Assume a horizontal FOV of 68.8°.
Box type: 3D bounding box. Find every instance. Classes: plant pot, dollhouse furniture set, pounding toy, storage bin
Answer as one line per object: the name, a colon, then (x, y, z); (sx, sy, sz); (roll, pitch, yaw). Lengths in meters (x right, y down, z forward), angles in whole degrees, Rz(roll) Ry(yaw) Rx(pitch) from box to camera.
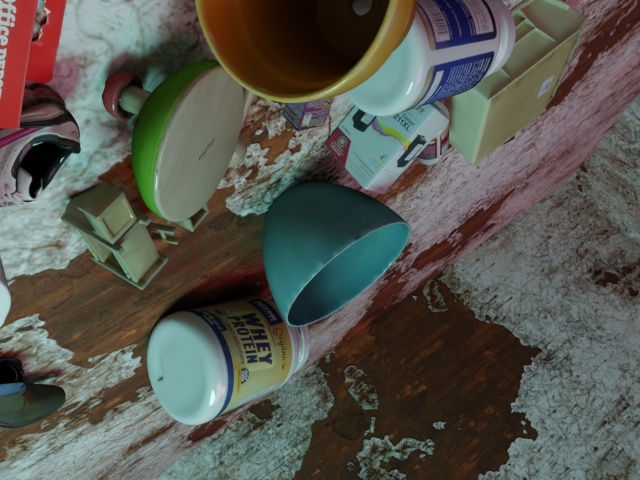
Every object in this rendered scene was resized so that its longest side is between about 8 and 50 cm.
plant pot: (0.000, 0.000, 0.908); (0.290, 0.195, 0.290); (-33, 157, -16)
dollhouse furniture set: (-0.242, -0.058, 0.609); (0.161, 0.101, 0.182); (-56, 167, -28)
pounding toy: (-0.168, -0.138, 0.547); (0.237, 0.110, 0.183); (-58, 170, -55)
plant pot: (0.011, -0.251, 0.477); (0.205, 0.205, 0.188); (-53, 170, 30)
storage bin: (0.389, -0.328, 0.983); (0.260, 0.123, 0.262); (-38, 158, -4)

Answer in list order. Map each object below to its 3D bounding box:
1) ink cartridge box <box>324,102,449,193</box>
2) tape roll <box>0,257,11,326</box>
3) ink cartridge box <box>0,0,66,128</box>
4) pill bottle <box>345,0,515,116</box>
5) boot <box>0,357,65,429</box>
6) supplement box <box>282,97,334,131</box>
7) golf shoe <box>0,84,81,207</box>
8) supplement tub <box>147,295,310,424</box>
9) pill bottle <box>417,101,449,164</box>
ink cartridge box: (0.112, -0.189, 0.811); (0.175, 0.127, 0.072); (-49, 153, 22)
tape roll: (-0.405, 0.039, 0.347); (0.286, 0.100, 0.286); (-23, 162, -8)
ink cartridge box: (-0.288, -0.154, 0.321); (0.231, 0.078, 0.134); (-13, 147, -47)
pill bottle: (0.160, -0.279, 0.673); (0.264, 0.153, 0.153); (-26, 154, -36)
boot: (-0.498, 0.250, 0.768); (0.106, 0.082, 0.219); (-42, 156, 13)
supplement box: (-0.014, -0.209, 0.687); (0.055, 0.043, 0.083); (-23, 152, -36)
golf shoe: (-0.313, -0.063, 0.451); (0.186, 0.086, 0.067); (-40, 159, 7)
supplement tub: (-0.192, 0.248, 1.044); (0.316, 0.228, 0.228); (-6, 141, -54)
pill bottle: (0.227, -0.221, 0.984); (0.086, 0.086, 0.152); (-39, 158, 0)
